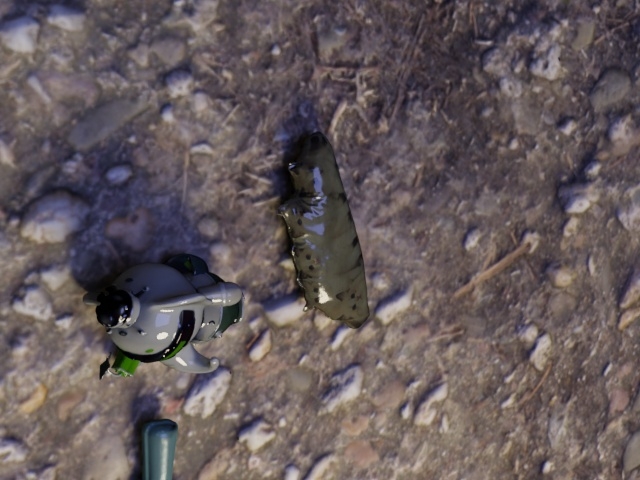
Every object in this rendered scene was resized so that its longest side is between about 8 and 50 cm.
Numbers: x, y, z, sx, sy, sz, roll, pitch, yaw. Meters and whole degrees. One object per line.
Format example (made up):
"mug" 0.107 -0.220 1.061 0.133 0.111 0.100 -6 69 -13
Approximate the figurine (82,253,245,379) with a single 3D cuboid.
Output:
"figurine" -0.156 0.074 1.433 0.192 0.147 0.126 7 77 -55

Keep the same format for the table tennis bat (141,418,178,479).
"table tennis bat" -0.180 0.308 1.518 0.153 0.040 0.244 -4 106 -34

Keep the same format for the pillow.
"pillow" 0.000 0.001 1.571 0.093 0.051 0.241 -27 116 -28
